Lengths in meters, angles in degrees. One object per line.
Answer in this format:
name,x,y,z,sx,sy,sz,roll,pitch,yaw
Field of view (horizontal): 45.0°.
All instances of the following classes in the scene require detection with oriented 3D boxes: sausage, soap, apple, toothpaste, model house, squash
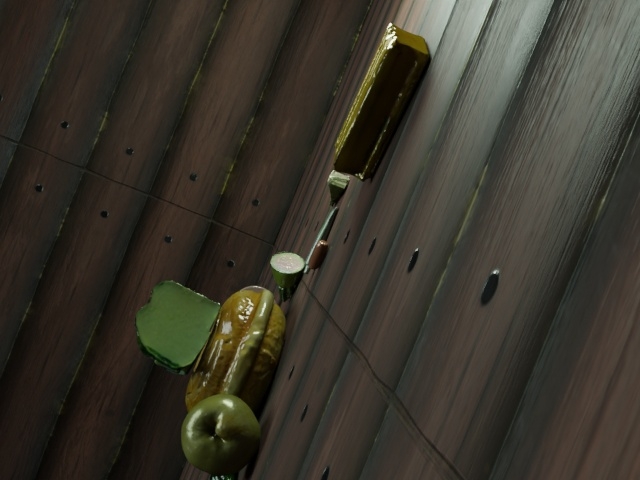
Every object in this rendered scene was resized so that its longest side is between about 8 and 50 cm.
sausage,-0.006,0.037,1.977,0.034,0.034,0.083,-81,14,-63
soap,0.131,-0.306,1.735,0.204,0.096,0.324,-80,14,-62
apple,-0.232,0.453,1.793,0.200,0.200,0.200,-158,90,-83
toothpaste,0.000,0.000,2.071,0.197,0.029,0.048,-66,7,-8
model house,-0.392,0.251,2.059,0.189,0.195,0.214,112,-179,-63
squash,-0.100,0.115,2.317,0.105,0.105,0.132,-78,-7,-54

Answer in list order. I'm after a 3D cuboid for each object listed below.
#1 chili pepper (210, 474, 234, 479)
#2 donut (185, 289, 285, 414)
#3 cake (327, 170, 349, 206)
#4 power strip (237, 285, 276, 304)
chili pepper,-0.252,0.605,1.991,0.098,0.061,0.224,-61,5,1
donut,-0.233,0.330,2.144,0.449,0.198,0.449,-156,90,-83
cake,0.050,-0.137,2.131,0.140,0.055,0.051,86,-160,-64
power strip,-0.219,0.225,2.542,0.078,0.154,0.154,164,127,-83
